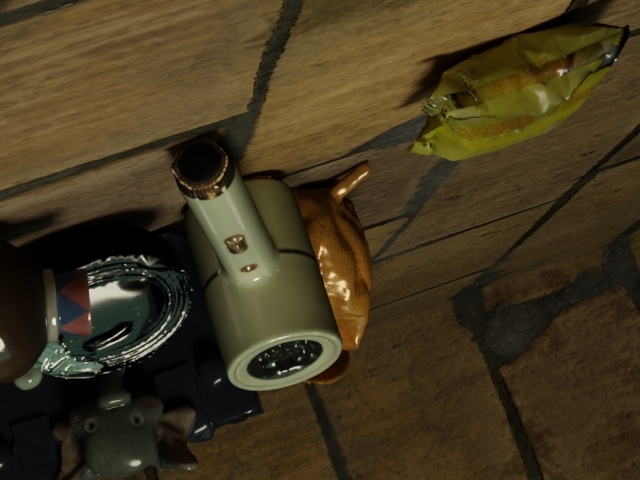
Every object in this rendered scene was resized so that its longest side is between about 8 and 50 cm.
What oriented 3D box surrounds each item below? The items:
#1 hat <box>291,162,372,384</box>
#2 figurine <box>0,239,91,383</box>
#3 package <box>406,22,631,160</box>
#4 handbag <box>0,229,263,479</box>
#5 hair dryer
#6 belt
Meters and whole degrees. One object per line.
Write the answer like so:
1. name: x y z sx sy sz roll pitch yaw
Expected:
1. hat: 0.000 0.000 2.254 0.233 0.233 0.244 -56 166 24
2. figurine: -0.352 0.086 1.857 0.275 0.158 0.161 -22 179 7
3. package: 0.191 -0.148 1.935 0.226 0.090 0.168 -22 167 -12
4. handbag: -0.242 0.155 2.126 0.325 0.269 0.118 -21 168 -4
5. hair dryer: -0.084 -0.005 1.951 0.128 0.203 0.362 -19 153 2
6. belt: -0.236 0.065 2.017 0.198 0.078 0.151 -15 126 -17
